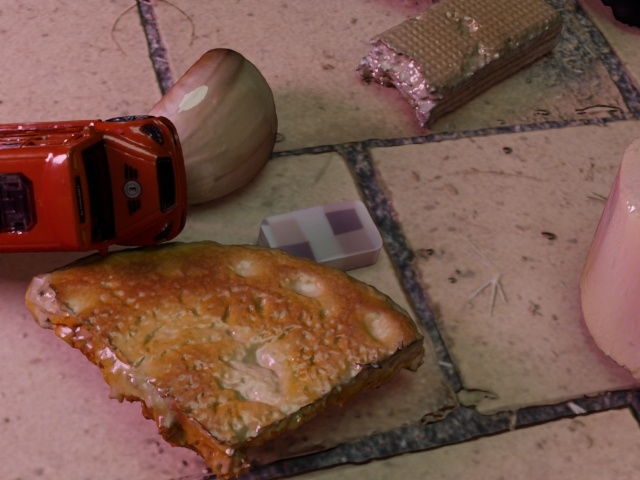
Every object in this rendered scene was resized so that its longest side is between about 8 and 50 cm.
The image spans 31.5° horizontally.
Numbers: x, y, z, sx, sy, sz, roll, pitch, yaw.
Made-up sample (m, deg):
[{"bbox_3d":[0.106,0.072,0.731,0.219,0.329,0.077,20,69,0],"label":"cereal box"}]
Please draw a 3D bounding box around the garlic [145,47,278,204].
[{"bbox_3d":[-0.115,-0.105,1.061,0.128,0.115,0.206,39,57,13],"label":"garlic"}]

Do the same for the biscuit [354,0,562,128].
[{"bbox_3d":[0.156,-0.211,1.230,0.239,0.062,0.108,-33,63,-31],"label":"biscuit"}]

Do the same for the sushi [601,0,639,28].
[{"bbox_3d":[0.395,-0.388,1.318,0.238,0.219,0.225,18,54,5],"label":"sushi"}]

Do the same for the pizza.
[{"bbox_3d":[-0.078,0.095,0.917,0.335,0.086,0.226,7,47,-5],"label":"pizza"}]

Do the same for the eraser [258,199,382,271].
[{"bbox_3d":[0.000,0.000,1.051,0.105,0.026,0.065,-13,57,-20],"label":"eraser"}]

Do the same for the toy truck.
[{"bbox_3d":[-0.242,-0.040,0.932,0.252,0.107,0.114,-1,13,11],"label":"toy truck"}]

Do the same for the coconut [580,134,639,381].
[{"bbox_3d":[0.356,0.001,0.973,0.239,0.244,0.239,6,50,-7],"label":"coconut"}]
